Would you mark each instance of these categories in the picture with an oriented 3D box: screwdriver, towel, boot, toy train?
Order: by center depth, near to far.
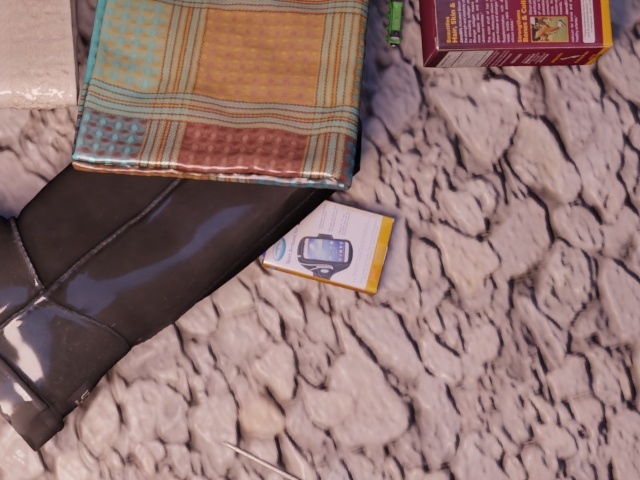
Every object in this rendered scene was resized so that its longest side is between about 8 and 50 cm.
[{"bbox_3d":[-0.229,-0.074,1.648,0.445,0.146,0.367,-43,85,-12],"label":"boot"},{"bbox_3d":[-0.088,-0.213,1.651,0.271,0.040,0.370,4,56,2],"label":"towel"},{"bbox_3d":[-0.336,-0.234,1.660,0.187,0.049,0.282,-6,56,-4],"label":"towel"},{"bbox_3d":[-0.023,0.240,1.685,0.170,0.025,0.024,29,78,-2],"label":"screwdriver"},{"bbox_3d":[0.080,-0.246,1.776,0.017,0.024,0.083,4,80,-6],"label":"toy train"}]

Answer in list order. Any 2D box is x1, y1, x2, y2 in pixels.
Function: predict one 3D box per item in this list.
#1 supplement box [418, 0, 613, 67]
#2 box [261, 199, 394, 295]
[{"bbox_3d":[0.201,-0.240,1.761,0.188,0.081,0.104,-2,81,-8],"label":"supplement box"},{"bbox_3d":[0.000,0.000,1.726,0.136,0.028,0.081,15,79,-2],"label":"box"}]
